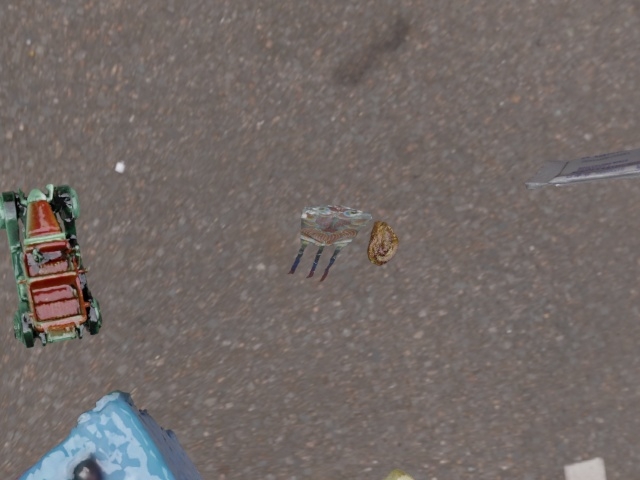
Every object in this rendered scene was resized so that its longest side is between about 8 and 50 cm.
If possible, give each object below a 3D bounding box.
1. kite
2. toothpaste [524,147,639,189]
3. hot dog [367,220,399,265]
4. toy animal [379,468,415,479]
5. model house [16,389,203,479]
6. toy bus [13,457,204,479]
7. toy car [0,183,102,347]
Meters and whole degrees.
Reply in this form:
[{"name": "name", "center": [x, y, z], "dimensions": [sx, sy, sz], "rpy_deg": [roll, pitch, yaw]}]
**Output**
[{"name": "kite", "center": [0.000, 0.003, 1.791], "dimensions": [0.127, 0.016, 0.229], "rpy_deg": [6, 34, 19]}, {"name": "toothpaste", "center": [0.359, -0.086, 1.085], "dimensions": [0.099, 0.282, 0.069], "rpy_deg": [27, 62, -59]}, {"name": "hot dog", "center": [0.107, 0.002, 1.840], "dimensions": [0.058, 0.035, 0.083], "rpy_deg": [41, 49, -31]}, {"name": "toy animal", "center": [0.113, 0.315, 0.934], "dimensions": [0.233, 0.121, 0.169], "rpy_deg": [39, 83, 31]}, {"name": "model house", "center": [-0.173, 0.339, 1.075], "dimensions": [0.215, 0.237, 0.303], "rpy_deg": [-42, 66, -10]}, {"name": "toy bus", "center": [-0.283, 0.378, 1.321], "dimensions": [0.294, 0.232, 0.197], "rpy_deg": [-24, 100, 6]}, {"name": "toy car", "center": [-0.230, 0.017, 0.893], "dimensions": [0.073, 0.054, 0.143], "rpy_deg": [-9, 71, -17]}]
